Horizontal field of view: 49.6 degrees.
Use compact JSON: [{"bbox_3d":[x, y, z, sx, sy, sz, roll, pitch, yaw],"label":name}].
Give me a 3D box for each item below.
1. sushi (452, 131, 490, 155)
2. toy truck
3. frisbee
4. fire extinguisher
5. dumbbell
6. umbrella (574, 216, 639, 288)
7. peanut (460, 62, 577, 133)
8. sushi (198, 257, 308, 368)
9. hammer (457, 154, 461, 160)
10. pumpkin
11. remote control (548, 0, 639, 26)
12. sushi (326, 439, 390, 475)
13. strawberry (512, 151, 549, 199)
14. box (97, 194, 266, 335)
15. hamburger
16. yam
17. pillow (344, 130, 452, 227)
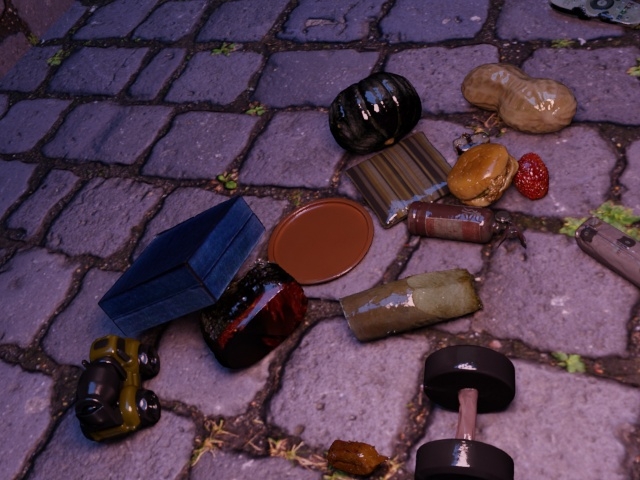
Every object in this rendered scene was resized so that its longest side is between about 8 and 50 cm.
[{"bbox_3d":[0.345,-0.220,1.580,0.083,0.044,0.046,-18,46,10],"label":"sushi"},{"bbox_3d":[-0.418,0.281,1.384,0.147,0.165,0.224,-17,46,9],"label":"toy truck"},{"bbox_3d":[0.000,0.000,1.552,0.250,0.021,0.251,-12,48,14],"label":"frisbee"},{"bbox_3d":[0.300,-0.019,1.408,0.252,0.075,0.106,9,60,27],"label":"fire extinguisher"},{"bbox_3d":[0.234,0.294,1.108,0.152,0.152,0.218,-3,50,20],"label":"dumbbell"},{"bbox_3d":[0.592,0.065,1.211,0.067,0.073,0.337,-50,49,4],"label":"umbrella"},{"bbox_3d":[0.442,-0.326,1.582,0.136,0.120,0.298,-35,44,-16],"label":"peanut"},{"bbox_3d":[-0.138,0.151,1.402,0.225,0.136,0.126,-44,42,-10],"label":"sushi"},{"bbox_3d":[0.358,-0.190,1.563,0.110,0.036,0.019,-23,46,-10],"label":"hammer"},{"bbox_3d":[0.126,-0.296,1.625,0.220,0.220,0.162,-29,82,-3],"label":"pumpkin"},{"bbox_3d":[0.696,-0.586,1.751,0.256,0.045,0.097,32,69,36],"label":"remote control"},{"bbox_3d":[0.062,0.367,1.183,0.118,0.062,0.060,14,25,30],"label":"sushi"},{"bbox_3d":[0.438,-0.132,1.446,0.083,0.083,0.096,-28,80,-2],"label":"strawberry"},{"bbox_3d":[-0.288,0.053,1.466,0.278,0.116,0.261,-21,26,33],"label":"box"},{"bbox_3d":[0.333,-0.136,1.440,0.138,0.083,0.147,-59,26,-11],"label":"hamburger"},{"bbox_3d":[0.173,0.120,1.324,0.259,0.106,0.106,-18,47,10],"label":"yam"},{"bbox_3d":[0.190,-0.142,1.572,0.212,0.052,0.208,-29,49,-3],"label":"pillow"}]
